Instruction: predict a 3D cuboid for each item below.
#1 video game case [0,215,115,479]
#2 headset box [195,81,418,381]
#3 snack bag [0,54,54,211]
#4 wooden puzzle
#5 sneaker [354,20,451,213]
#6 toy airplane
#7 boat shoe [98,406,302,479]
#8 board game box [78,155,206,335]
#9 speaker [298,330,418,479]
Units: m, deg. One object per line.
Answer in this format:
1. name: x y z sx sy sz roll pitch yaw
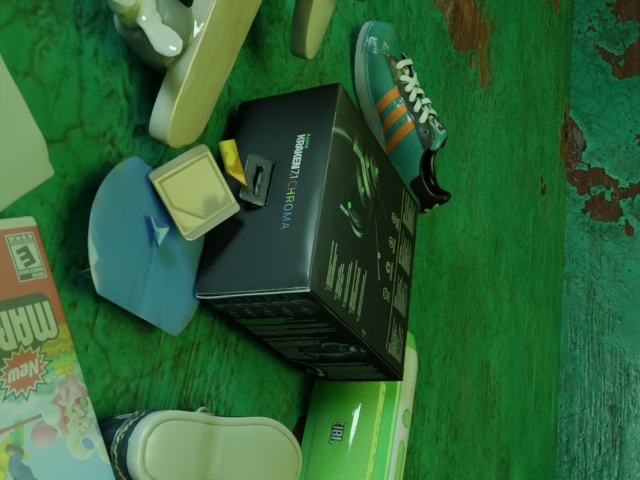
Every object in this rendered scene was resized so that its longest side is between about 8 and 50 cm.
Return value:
1. video game case: -0.231 0.130 0.445 0.204 0.025 0.285 -14 85 -60
2. headset box: 0.000 0.000 0.795 0.283 0.131 0.246 47 44 -52
3. snack bag: -0.287 -0.067 0.246 0.323 0.037 0.342 -43 145 -30
4. wooden puzzle: -0.116 -0.045 0.652 0.116 0.014 0.078 -29 101 -35
5. sneaker: 0.136 -0.189 1.078 0.108 0.121 0.302 -33 116 -57
6. toy airplane: -0.063 -0.329 0.655 0.386 0.273 0.384 -72 -177 -45
7. boat shoe: -0.109 0.209 0.670 0.254 0.079 0.095 27 67 -54
8. board game box: -0.163 0.007 0.638 0.168 0.033 0.133 47 44 -55
9. speaker: 0.046 0.255 0.884 0.131 0.131 0.296 43 52 -51
